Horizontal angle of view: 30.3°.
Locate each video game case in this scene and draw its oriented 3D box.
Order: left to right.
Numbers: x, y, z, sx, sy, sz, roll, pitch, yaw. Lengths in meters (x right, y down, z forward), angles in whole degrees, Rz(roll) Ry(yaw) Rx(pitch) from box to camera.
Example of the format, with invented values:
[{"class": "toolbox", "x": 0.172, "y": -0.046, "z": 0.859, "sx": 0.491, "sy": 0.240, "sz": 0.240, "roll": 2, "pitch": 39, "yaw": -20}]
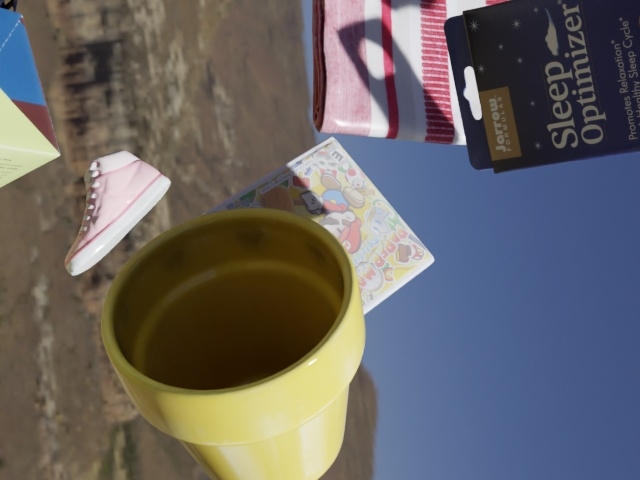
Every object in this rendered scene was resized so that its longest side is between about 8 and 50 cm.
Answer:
[{"class": "video game case", "x": 0.000, "y": 0.000, "z": 1.424, "sx": 0.206, "sy": 0.227, "sz": 0.026, "roll": 51, "pitch": -36, "yaw": 7}]

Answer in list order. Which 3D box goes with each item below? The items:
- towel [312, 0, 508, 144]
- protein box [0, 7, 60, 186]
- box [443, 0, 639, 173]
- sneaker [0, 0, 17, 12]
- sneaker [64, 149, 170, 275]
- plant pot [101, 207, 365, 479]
[{"class": "towel", "x": 0.146, "y": -0.225, "z": 1.342, "sx": 0.037, "sy": 0.328, "sz": 0.237, "roll": 156, "pitch": -65, "yaw": -67}, {"class": "protein box", "x": -0.365, "y": -0.101, "z": 0.959, "sx": 0.199, "sy": 0.201, "sz": 0.136, "roll": 4, "pitch": 65, "yaw": -61}, {"class": "box", "x": 0.194, "y": -0.129, "z": 0.924, "sx": 0.036, "sy": 0.225, "sz": 0.137, "roll": -20, "pitch": 100, "yaw": -49}, {"class": "sneaker", "x": -0.434, "y": -0.297, "z": 1.475, "sx": 0.299, "sy": 0.120, "sz": 0.112, "roll": -65, "pitch": 155, "yaw": -10}, {"class": "sneaker", "x": -0.207, "y": -0.031, "z": 1.101, "sx": 0.070, "sy": 0.134, "sz": 0.051, "roll": 41, "pitch": -29, "yaw": -2}, {"class": "plant pot", "x": -0.072, "y": 0.136, "z": 1.220, "sx": 0.254, "sy": 0.253, "sz": 0.239, "roll": -103, "pitch": -179, "yaw": -47}]
